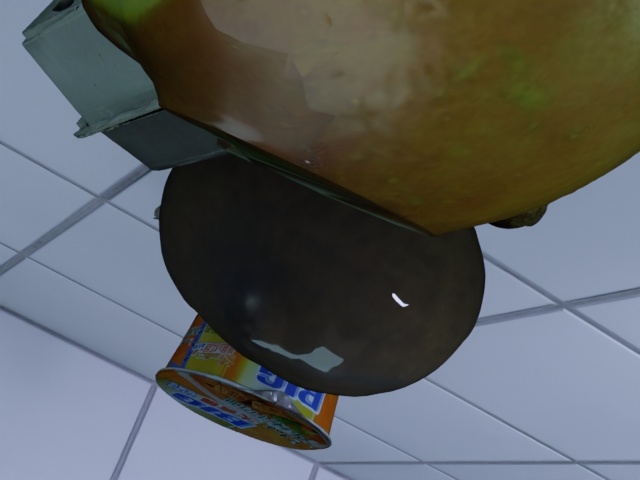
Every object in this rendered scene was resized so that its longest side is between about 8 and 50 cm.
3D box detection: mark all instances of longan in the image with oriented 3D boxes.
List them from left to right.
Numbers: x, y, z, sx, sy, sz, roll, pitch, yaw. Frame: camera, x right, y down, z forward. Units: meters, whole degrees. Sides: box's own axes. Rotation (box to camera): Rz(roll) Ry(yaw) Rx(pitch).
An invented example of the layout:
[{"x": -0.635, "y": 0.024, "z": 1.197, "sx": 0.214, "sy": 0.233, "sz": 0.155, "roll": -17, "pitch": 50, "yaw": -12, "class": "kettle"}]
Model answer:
[{"x": 0.000, "y": 0.000, "z": 1.053, "sx": 0.350, "sy": 0.288, "sz": 0.288, "roll": 41, "pitch": 169, "yaw": 30, "class": "longan"}]

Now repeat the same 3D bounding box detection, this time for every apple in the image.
[{"x": 0.026, "y": -0.193, "z": 0.472, "sx": 0.383, "sy": 0.374, "sz": 0.374, "roll": 29, "pitch": 158, "yaw": 4, "class": "apple"}]

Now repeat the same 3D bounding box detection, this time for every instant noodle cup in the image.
[{"x": -0.083, "y": 0.169, "z": 1.626, "sx": 0.296, "sy": 0.214, "sz": 0.296, "roll": 18, "pitch": 157, "yaw": 8, "class": "instant noodle cup"}]

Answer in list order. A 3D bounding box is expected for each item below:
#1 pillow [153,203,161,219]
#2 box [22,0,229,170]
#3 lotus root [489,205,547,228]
[{"x": -0.096, "y": -0.032, "z": 1.362, "sx": 0.184, "sy": 0.075, "sz": 0.302, "roll": 26, "pitch": 159, "yaw": -16, "class": "pillow"}, {"x": -0.080, "y": -0.179, "z": 0.827, "sx": 0.290, "sy": 0.221, "sz": 0.166, "roll": -8, "pitch": 130, "yaw": 50, "class": "box"}, {"x": 0.168, "y": -0.069, "z": 1.025, "sx": 0.089, "sy": 0.081, "sz": 0.179, "roll": 3, "pitch": 149, "yaw": 39, "class": "lotus root"}]
